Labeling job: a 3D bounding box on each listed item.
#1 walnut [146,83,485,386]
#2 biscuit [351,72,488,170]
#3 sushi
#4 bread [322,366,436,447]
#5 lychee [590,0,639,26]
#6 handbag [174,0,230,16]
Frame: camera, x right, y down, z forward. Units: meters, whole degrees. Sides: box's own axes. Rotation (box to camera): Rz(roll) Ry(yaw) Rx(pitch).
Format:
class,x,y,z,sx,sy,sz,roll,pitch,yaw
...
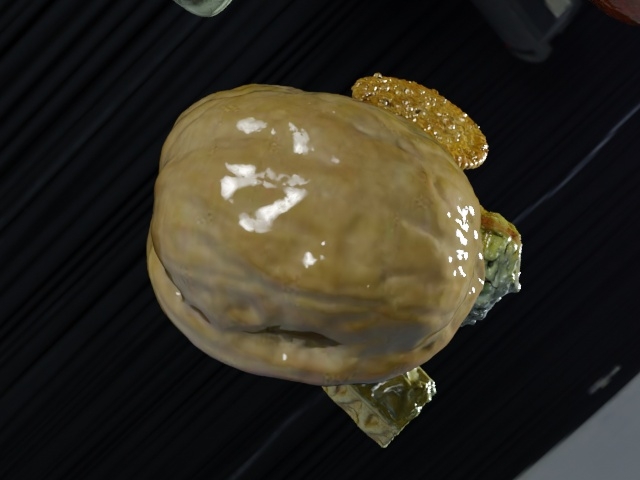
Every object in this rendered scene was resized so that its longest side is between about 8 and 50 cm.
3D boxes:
class,x,y,z,sx,sy,sz,roll,pitch,yaw
walnut,0.001,-0.003,0.792,0.343,0.306,0.306,18,6,-5
biscuit,0.168,-0.205,1.320,0.253,0.035,0.254,19,33,-13
sushi,0.191,0.026,1.271,0.274,0.184,0.139,17,26,-4
bread,0.066,0.217,1.363,0.267,0.152,0.130,45,11,7
lychee,0.482,-0.453,1.164,0.255,0.255,0.300,48,1,14
handbag,-0.130,-0.373,0.790,0.219,0.256,0.079,30,26,-27
